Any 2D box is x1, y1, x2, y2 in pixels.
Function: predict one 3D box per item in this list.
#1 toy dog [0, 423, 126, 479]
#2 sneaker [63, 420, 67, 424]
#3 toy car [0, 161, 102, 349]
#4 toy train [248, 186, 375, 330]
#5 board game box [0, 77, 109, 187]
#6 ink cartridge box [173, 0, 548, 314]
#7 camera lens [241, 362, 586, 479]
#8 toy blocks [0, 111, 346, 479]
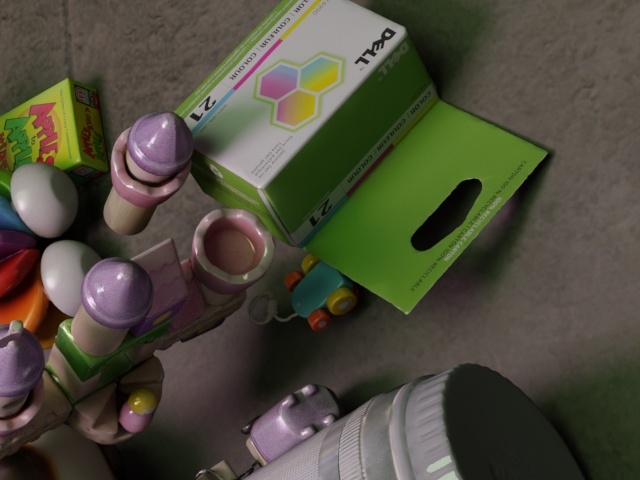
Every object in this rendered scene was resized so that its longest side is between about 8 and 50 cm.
[{"bbox_3d":[-0.348,0.299,1.670,0.408,0.284,0.395,-23,72,19],"label":"toy dog"},{"bbox_3d":[-0.267,0.187,1.761,0.152,0.058,0.085,-13,64,39],"label":"sneaker"},{"bbox_3d":[-0.303,0.020,1.771,0.159,0.136,0.182,-25,82,31],"label":"toy car"},{"bbox_3d":[0.000,0.000,1.620,0.125,0.046,0.166,6,78,40],"label":"toy train"},{"bbox_3d":[-0.295,-0.080,1.867,0.181,0.043,0.092,-25,63,30],"label":"board game box"},{"bbox_3d":[0.028,-0.083,1.545,0.255,0.097,0.189,31,72,39],"label":"ink cartridge box"},{"bbox_3d":[0.047,0.241,1.403,0.274,0.219,0.219,-35,59,25],"label":"camera lens"},{"bbox_3d":[-0.146,0.073,1.454,0.309,0.288,0.260,55,153,10],"label":"toy blocks"}]
